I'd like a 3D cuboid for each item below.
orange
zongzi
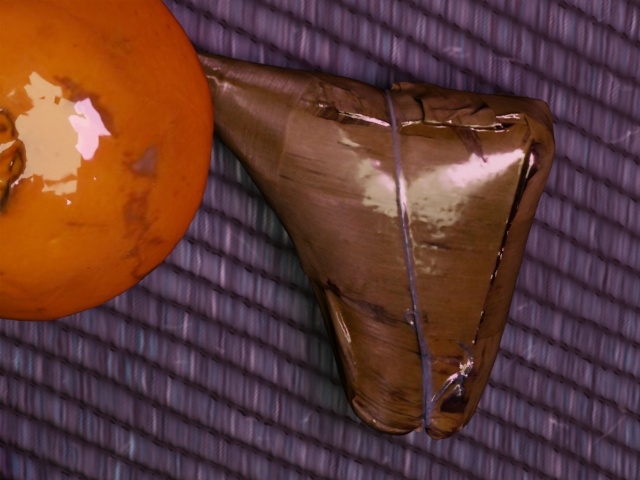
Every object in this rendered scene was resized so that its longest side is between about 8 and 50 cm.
[{"bbox_3d":[-0.237,-0.089,1.606,0.312,0.312,0.312,-3,107,-9],"label":"orange"},{"bbox_3d":[0.000,0.000,1.751,0.360,0.160,0.323,12,105,-6],"label":"zongzi"}]
